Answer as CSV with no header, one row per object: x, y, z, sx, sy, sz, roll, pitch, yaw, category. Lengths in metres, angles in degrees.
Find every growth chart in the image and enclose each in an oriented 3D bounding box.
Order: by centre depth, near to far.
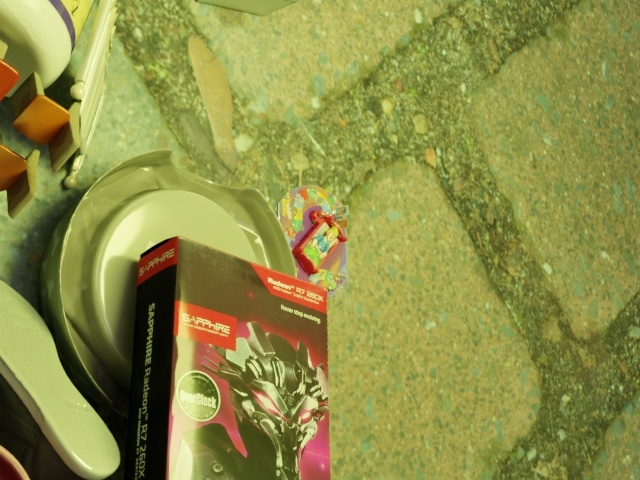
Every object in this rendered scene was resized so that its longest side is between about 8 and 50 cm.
-0.265,-0.183,1.307,0.021,0.237,0.172,15,64,-7,growth chart

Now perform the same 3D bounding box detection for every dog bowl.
-0.191,0.064,1.393,0.348,0.102,0.349,10,75,-41,dog bowl

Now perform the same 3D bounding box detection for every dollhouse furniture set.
-0.408,-0.100,1.109,0.262,0.259,0.135,35,22,-32,dollhouse furniture set

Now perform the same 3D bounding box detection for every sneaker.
-0.351,0.175,1.230,0.296,0.147,0.104,53,22,18,sneaker

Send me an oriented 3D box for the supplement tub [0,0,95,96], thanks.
-0.343,-0.355,1.237,0.241,0.241,0.331,34,59,-33,supplement tub

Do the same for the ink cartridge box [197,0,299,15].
-0.091,-0.418,1.551,0.128,0.127,0.176,3,80,-42,ink cartridge box

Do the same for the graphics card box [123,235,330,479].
-0.100,0.199,1.267,0.232,0.094,0.371,23,56,-36,graphics card box

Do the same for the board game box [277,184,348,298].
0.000,0.000,1.621,0.133,0.033,0.169,7,77,-41,board game box

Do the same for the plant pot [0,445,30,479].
-0.405,0.290,1.106,0.201,0.180,0.202,10,75,-40,plant pot
